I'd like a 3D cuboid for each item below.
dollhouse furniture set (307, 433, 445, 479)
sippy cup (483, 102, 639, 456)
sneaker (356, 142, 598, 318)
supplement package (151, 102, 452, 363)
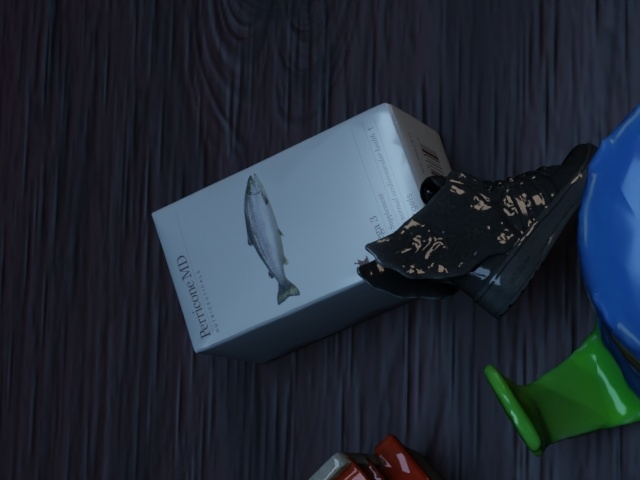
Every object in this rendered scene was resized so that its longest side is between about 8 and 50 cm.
[{"bbox_3d":[0.090,0.247,0.893,0.262,0.135,0.259,-47,68,10],"label":"dollhouse furniture set"},{"bbox_3d":[0.243,0.006,0.818,0.240,0.224,0.305,22,92,24],"label":"sippy cup"},{"bbox_3d":[0.099,-0.019,0.885,0.089,0.051,0.170,35,57,5],"label":"sneaker"},{"bbox_3d":[0.000,0.000,0.984,0.179,0.105,0.105,-25,74,18],"label":"supplement package"}]
